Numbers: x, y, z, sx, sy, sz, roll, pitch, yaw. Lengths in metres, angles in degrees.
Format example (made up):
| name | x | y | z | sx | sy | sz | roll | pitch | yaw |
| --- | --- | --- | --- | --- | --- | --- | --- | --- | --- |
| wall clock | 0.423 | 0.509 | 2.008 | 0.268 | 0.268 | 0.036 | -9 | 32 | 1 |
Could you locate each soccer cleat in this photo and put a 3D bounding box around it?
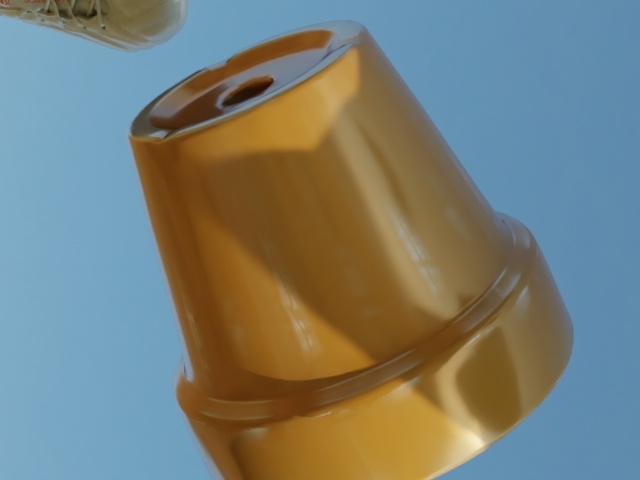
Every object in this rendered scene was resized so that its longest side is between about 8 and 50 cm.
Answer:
| name | x | y | z | sx | sy | sz | roll | pitch | yaw |
| --- | --- | --- | --- | --- | --- | --- | --- | --- | --- |
| soccer cleat | -0.159 | -0.151 | 0.869 | 0.196 | 0.076 | 0.068 | 22 | -64 | 38 |

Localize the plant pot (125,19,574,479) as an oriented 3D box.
| name | x | y | z | sx | sy | sz | roll | pitch | yaw |
| --- | --- | --- | --- | --- | --- | --- | --- | --- | --- |
| plant pot | 0.000 | 0.000 | 0.738 | 0.205 | 0.205 | 0.188 | 1 | -59 | 50 |
